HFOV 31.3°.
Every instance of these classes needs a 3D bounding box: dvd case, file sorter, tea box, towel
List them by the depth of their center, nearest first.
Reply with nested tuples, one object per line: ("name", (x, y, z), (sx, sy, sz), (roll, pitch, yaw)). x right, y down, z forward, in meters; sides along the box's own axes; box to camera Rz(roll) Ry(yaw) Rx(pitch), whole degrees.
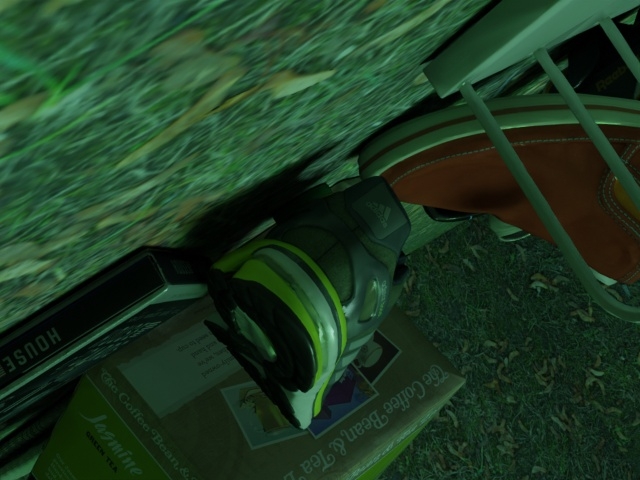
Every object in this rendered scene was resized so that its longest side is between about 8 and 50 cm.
("file sorter", (0.237, -0.102, 0.577), (0.277, 0.173, 0.193), (-27, 174, -37))
("dvd case", (-0.179, 0.079, 0.701), (0.238, 0.030, 0.179), (-31, 176, 3))
("tea box", (-0.086, 0.213, 1.135), (0.329, 0.220, 0.323), (-26, 159, -48))
("towel", (-0.213, 0.173, 1.345), (0.324, 0.056, 0.312), (-36, 174, 40))

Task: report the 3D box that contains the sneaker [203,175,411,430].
("sneaker", (0.000, 0.046, 0.765), (0.121, 0.111, 0.300), (-40, 175, -14))

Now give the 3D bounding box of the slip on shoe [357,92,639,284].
("slip on shoe", (0.188, -0.026, 0.738), (0.331, 0.101, 0.123), (7, 165, -5))

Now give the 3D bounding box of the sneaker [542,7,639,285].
("sneaker", (0.247, -0.123, 0.843), (0.126, 0.127, 0.321), (-15, 140, -48))

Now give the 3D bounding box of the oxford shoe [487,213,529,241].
("oxford shoe", (0.295, -0.076, 1.570), (0.169, 0.130, 0.449), (-30, 174, 0))

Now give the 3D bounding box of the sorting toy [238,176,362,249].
("sorting toy", (0.000, 0.000, 0.921), (0.132, 0.046, 0.274), (-33, 176, 20))

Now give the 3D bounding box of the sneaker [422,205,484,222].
("sneaker", (0.209, -0.083, 1.180), (0.232, 0.081, 0.090), (-32, -177, 21))
